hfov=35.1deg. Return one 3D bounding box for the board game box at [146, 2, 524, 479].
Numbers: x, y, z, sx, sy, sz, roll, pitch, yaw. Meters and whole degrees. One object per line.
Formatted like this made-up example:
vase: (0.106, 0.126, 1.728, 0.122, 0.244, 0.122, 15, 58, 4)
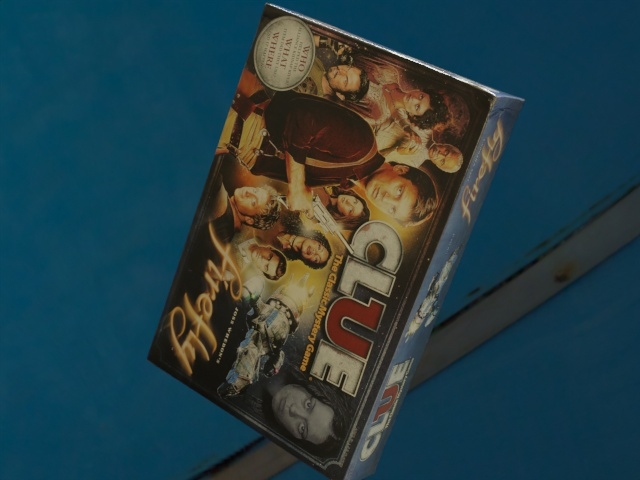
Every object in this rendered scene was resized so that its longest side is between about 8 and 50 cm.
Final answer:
board game box: (0.000, 0.000, 0.611, 0.165, 0.042, 0.243, 27, -75, 28)
